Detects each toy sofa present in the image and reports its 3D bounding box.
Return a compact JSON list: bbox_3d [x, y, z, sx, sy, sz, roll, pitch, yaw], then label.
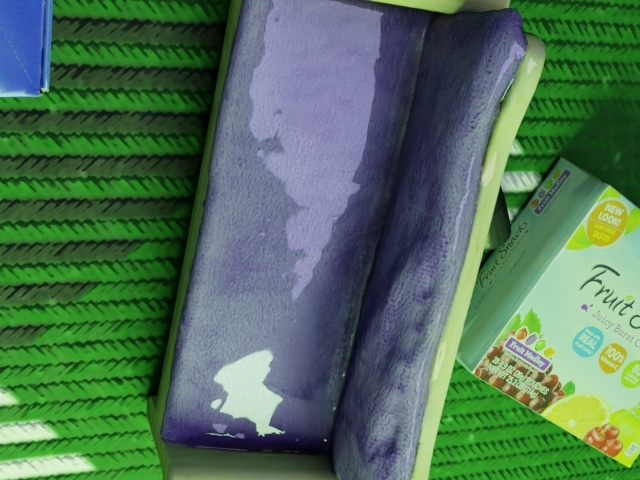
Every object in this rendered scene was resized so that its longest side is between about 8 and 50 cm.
[{"bbox_3d":[0.000,0.000,0.813,0.150,0.177,0.362,7,109,-18],"label":"toy sofa"}]

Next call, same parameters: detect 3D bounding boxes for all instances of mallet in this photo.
[{"bbox_3d":[0.049,-0.002,0.938,0.189,0.039,0.062,-19,119,-14],"label":"mallet"}]

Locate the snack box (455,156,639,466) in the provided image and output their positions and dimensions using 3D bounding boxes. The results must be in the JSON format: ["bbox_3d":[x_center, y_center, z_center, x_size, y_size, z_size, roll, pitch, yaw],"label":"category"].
[{"bbox_3d":[0.218,0.061,1.029,0.207,0.070,0.174,33,95,-35],"label":"snack box"}]

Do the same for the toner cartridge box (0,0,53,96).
[{"bbox_3d":[-0.312,-0.158,0.654,0.348,0.075,0.165,-3,113,-26],"label":"toner cartridge box"}]
